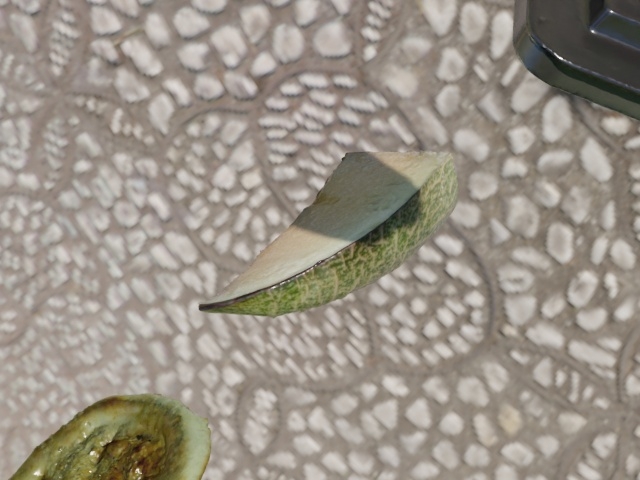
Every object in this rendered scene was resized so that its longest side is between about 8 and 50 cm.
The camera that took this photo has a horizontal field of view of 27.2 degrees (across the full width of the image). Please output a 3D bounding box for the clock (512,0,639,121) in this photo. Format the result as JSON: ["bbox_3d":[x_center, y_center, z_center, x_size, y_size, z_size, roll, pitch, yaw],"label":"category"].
[{"bbox_3d":[0.262,-0.163,0.885,0.273,0.279,0.049,19,136,-10],"label":"clock"}]

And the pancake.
[{"bbox_3d":[-0.087,0.096,0.495,0.108,0.108,0.017,-7,128,38],"label":"pancake"}]

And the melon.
[{"bbox_3d":[0.007,0.000,0.846,0.098,0.182,0.054,13,132,32],"label":"melon"}]
